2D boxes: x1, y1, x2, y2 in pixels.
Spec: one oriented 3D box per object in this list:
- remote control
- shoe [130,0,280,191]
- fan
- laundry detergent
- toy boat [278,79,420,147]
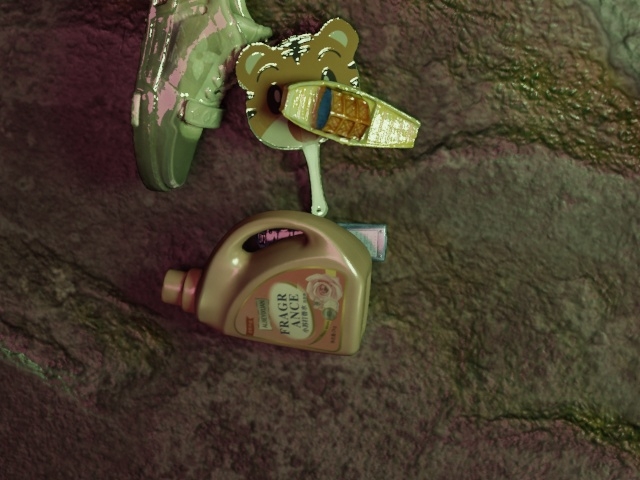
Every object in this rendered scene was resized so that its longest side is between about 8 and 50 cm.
[{"bbox_3d":[0.000,0.000,1.638,0.152,0.027,0.044,2,95,7],"label":"remote control"},{"bbox_3d":[-0.119,-0.192,1.577,0.149,0.109,0.293,8,99,11],"label":"shoe"},{"bbox_3d":[-0.013,-0.130,1.596,0.152,0.008,0.227,-18,116,-20],"label":"fan"},{"bbox_3d":[-0.061,0.038,1.611,0.237,0.076,0.171,11,123,8],"label":"laundry detergent"},{"bbox_3d":[0.031,-0.138,1.571,0.172,0.066,0.065,13,98,-30],"label":"toy boat"}]
